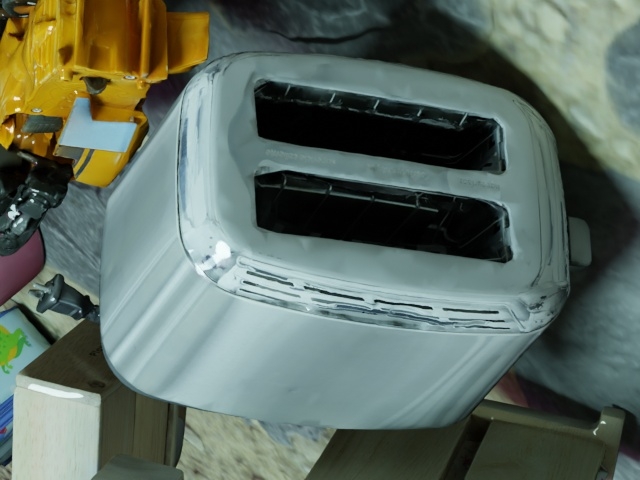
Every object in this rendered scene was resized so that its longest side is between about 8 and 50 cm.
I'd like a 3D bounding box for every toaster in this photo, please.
[{"bbox_3d":[0.000,0.000,0.753,0.227,0.129,0.146,9,153,-18],"label":"toaster"}]

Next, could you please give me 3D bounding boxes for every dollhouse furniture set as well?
[{"bbox_3d":[0.035,0.156,0.870,0.355,0.303,0.174,12,113,15],"label":"dollhouse furniture set"}]

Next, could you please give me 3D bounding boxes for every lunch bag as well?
[{"bbox_3d":[-0.303,0.156,1.457,0.090,0.176,0.219,47,153,3],"label":"lunch bag"}]

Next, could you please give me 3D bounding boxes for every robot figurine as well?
[{"bbox_3d":[-0.122,-0.106,0.849,0.291,0.085,0.211,148,124,-70],"label":"robot figurine"}]

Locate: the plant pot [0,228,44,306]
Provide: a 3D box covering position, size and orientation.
[{"bbox_3d":[-0.338,0.002,1.295,0.201,0.180,0.201,38,153,24],"label":"plant pot"}]
